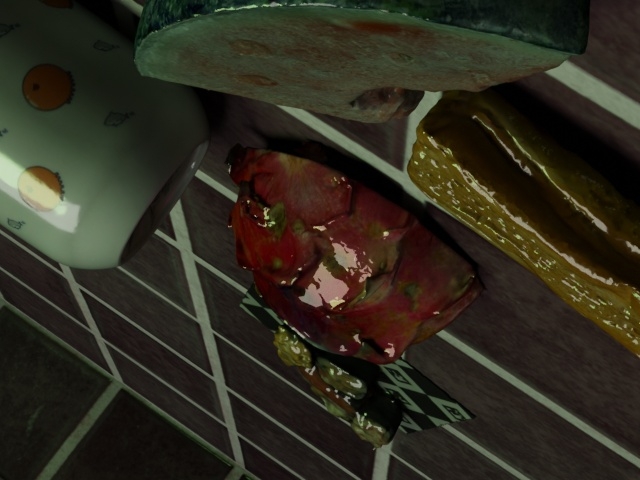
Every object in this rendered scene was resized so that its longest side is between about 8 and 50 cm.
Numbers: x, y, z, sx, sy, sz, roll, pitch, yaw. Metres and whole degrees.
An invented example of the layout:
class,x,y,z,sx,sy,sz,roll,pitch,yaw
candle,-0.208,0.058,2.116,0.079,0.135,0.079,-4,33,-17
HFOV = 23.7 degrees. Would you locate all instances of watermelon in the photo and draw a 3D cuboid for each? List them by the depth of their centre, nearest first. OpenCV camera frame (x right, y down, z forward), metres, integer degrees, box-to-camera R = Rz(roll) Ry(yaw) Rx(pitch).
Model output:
class,x,y,z,sx,sy,sz,roll,pitch,yaw
watermelon,0.036,-0.153,0.906,0.318,0.148,0.226,4,163,38

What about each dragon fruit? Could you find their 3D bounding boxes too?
class,x,y,z,sx,sy,sz,roll,pitch,yaw
dragon fruit,-0.007,0.006,1.348,0.274,0.126,0.161,27,161,29

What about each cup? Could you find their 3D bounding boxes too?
class,x,y,z,sx,sy,sz,roll,pitch,yaw
cup,-0.270,-0.124,1.380,0.317,0.212,0.212,36,163,3

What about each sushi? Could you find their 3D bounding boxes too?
class,x,y,z,sx,sy,sz,roll,pitch,yaw
sushi,0.016,0.156,1.820,0.294,0.059,0.292,38,163,-2

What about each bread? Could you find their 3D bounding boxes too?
class,x,y,z,sx,sy,sz,roll,pitch,yaw
bread,0.182,0.000,1.041,0.271,0.077,0.139,35,167,11
